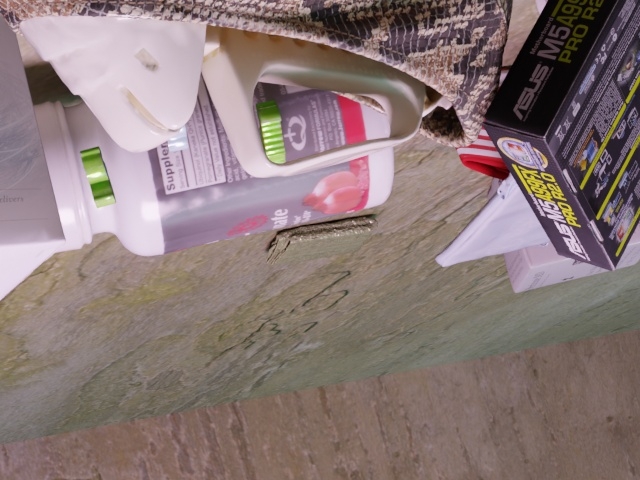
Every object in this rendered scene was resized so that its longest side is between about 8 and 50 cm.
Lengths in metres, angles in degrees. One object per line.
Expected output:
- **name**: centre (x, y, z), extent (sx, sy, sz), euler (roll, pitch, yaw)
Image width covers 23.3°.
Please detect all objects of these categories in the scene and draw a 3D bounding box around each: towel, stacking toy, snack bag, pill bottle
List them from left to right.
- **stacking toy**: centre (-0.121, -0.129, 1.223), extent (0.167, 0.052, 0.221), euler (-14, 126, -5)
- **pill bottle**: centre (-0.107, -0.085, 1.388), extent (0.318, 0.176, 0.176), euler (-12, 166, -10)
- **towel**: centre (0.000, 0.000, 2.155), extent (0.148, 0.027, 0.110), euler (-9, 164, -19)
- **snack bag**: centre (0.311, -0.061, 1.718), extent (0.342, 0.037, 0.323), euler (-14, 166, -16)

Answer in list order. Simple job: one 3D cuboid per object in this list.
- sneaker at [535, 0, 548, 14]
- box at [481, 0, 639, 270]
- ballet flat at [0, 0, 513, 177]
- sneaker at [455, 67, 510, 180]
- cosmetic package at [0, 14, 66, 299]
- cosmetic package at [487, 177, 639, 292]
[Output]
- **sneaker**: centre (0.291, -0.200, 1.477), extent (0.297, 0.129, 0.111), euler (16, 104, -45)
- **box**: centre (0.247, -0.142, 1.275), extent (0.060, 0.270, 0.216), euler (20, 162, 33)
- **ballet flat**: centre (-0.055, -0.137, 1.077), extent (0.482, 0.182, 0.164), euler (6, 176, -37)
- **sneaker**: centre (0.245, -0.129, 1.687), extent (0.221, 0.128, 0.087), euler (-14, 167, 1)
- **cosmetic package**: centre (-0.328, -0.071, 1.101), extent (0.224, 0.225, 0.138), euler (-5, 160, -37)
- **cosmetic package**: centre (0.340, -0.034, 2.116), extent (0.183, 0.151, 0.151), euler (-14, 165, -5)
